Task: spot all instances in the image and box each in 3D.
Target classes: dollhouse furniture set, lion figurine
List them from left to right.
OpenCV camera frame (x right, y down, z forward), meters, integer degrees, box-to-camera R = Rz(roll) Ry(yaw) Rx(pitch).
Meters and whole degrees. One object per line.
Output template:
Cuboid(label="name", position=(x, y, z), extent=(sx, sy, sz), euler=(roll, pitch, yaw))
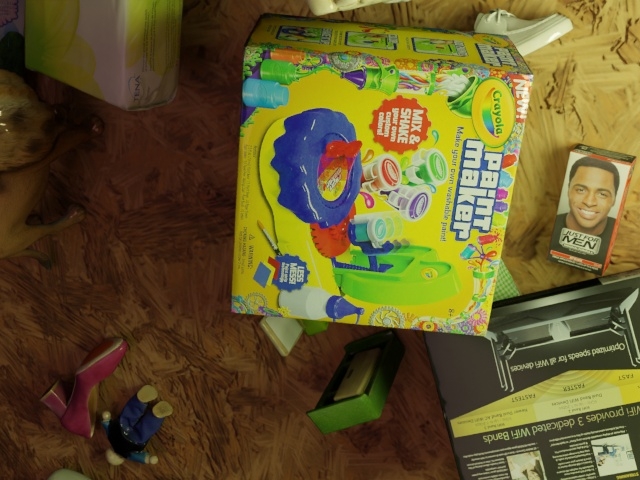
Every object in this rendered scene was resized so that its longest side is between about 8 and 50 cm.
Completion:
Cuboid(label="lion figurine", position=(-0.460, -0.079, 1.368), extent=(0.142, 0.240, 0.392), euler=(24, 121, 18))
Cuboid(label="dollhouse furniture set", position=(0.089, 0.095, 1.174), extent=(0.302, 0.151, 0.197), euler=(-24, 108, 33))

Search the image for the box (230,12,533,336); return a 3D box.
Cuboid(label="box", position=(0.056, -0.075, 0.993), extent=(0.279, 0.177, 0.289), euler=(5, 115, 0))

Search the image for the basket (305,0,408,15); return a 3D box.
Cuboid(label="basket", position=(0.122, -0.413, 0.897), extent=(0.329, 0.266, 0.331), euler=(-9, 107, 30))

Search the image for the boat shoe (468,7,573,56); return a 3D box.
Cuboid(label="boat shoe", position=(0.196, -0.233, 1.057), extent=(0.184, 0.066, 0.063), euler=(-13, 105, 42))

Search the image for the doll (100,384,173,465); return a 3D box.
Cuboid(label="doll", position=(-0.323, 0.334, 1.582), extent=(0.129, 0.046, 0.189), euler=(45, 124, 7))

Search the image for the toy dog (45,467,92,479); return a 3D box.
Cuboid(label="toy dog", position=(-0.368, 0.507, 1.609), extent=(0.334, 0.161, 0.220), euler=(-12, 104, 32))

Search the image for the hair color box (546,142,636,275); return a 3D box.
Cuboid(label="hair color box", position=(0.317, -0.036, 1.078), extent=(0.072, 0.043, 0.141), euler=(17, 117, 23))

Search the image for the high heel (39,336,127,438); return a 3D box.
Cuboid(label="high heel", position=(-0.376, 0.256, 1.567), extent=(0.117, 0.082, 0.244), euler=(44, 118, -13))

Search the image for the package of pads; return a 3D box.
Cuboid(label="package of pads", position=(-0.274, -0.333, 1.166), extent=(0.229, 0.101, 0.296), euler=(26, 121, 33))

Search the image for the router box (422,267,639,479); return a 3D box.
Cuboid(label="router box", position=(0.297, 0.176, 1.071), extent=(0.309, 0.081, 0.242), euler=(-14, 90, 13))

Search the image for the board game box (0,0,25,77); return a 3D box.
Cuboid(label="board game box", position=(-0.603, -0.259, 1.346), extent=(0.066, 0.319, 0.317), euler=(51, 137, 50))
